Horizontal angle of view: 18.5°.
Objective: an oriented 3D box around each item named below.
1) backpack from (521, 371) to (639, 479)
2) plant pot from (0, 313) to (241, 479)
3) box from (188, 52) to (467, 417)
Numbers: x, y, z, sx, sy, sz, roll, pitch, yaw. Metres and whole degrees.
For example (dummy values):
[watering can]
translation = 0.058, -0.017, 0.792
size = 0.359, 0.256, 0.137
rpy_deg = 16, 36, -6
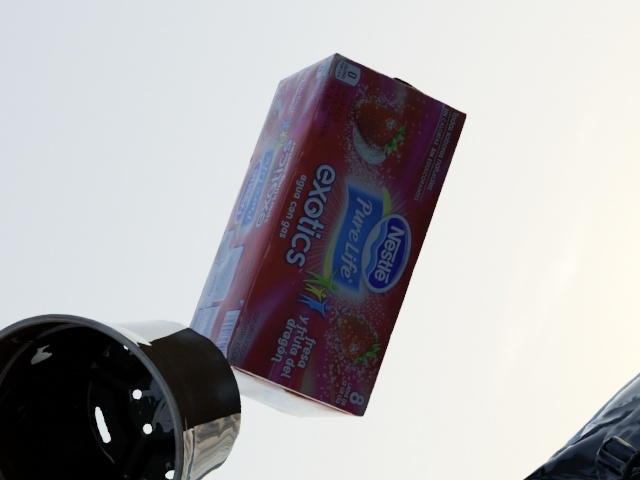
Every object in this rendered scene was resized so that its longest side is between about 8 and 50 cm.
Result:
[backpack]
translation = 0.371, 0.179, 1.595
size = 0.355, 0.290, 0.273
rpy_deg = -53, -45, -43
[plant pot]
translation = -0.138, 0.122, 1.324
size = 0.165, 0.167, 0.167
rpy_deg = -14, -59, -70
[box]
translation = 0.000, 0.000, 1.519
size = 0.128, 0.122, 0.257
rpy_deg = -14, 55, 67
